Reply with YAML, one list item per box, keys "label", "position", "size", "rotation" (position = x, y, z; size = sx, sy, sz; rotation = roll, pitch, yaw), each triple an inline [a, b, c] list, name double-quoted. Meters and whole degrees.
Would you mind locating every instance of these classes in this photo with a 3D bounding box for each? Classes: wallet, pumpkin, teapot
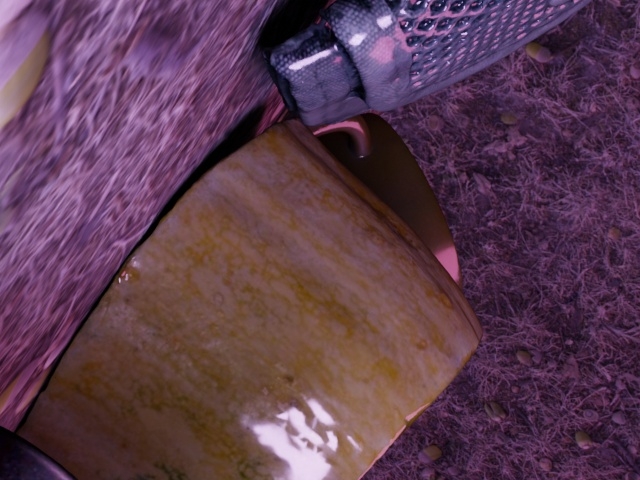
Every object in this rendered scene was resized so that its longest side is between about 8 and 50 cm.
- label: "wallet"
  position: [0.127, -0.164, 0.787]
  size: [0.342, 0.075, 0.237]
  rotation: [-32, 178, 0]
- label: "pumpkin"
  position: [-0.038, 0.102, 0.917]
  size: [0.332, 0.199, 0.332]
  rotation: [-53, 170, -14]
- label: "teapot"
  position: [0.000, 0.000, 1.152]
  size: [0.175, 0.185, 0.267]
  rotation: [-27, 139, -11]

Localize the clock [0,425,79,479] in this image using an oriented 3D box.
- label: "clock"
  position: [-0.095, 0.217, 0.560]
  size: [0.120, 0.276, 0.379]
  rotation: [-57, -177, -36]
